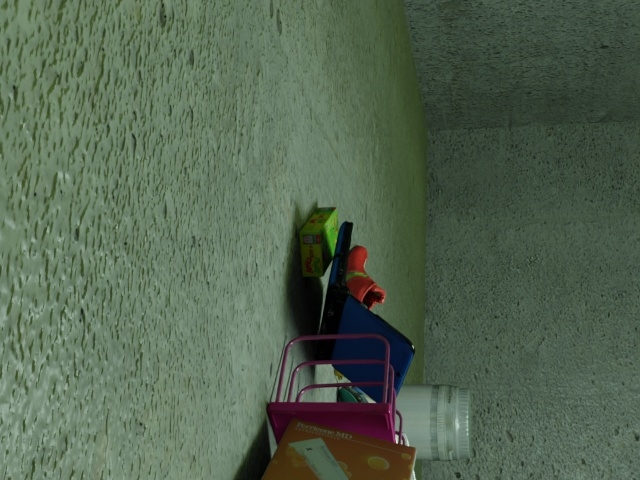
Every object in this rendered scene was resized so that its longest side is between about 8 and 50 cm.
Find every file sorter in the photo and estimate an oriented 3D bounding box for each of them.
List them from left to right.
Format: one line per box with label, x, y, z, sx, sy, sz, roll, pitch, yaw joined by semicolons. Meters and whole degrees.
file sorter;0.045;0.327;1.519;0.182;0.202;0.290;-79;163;-48

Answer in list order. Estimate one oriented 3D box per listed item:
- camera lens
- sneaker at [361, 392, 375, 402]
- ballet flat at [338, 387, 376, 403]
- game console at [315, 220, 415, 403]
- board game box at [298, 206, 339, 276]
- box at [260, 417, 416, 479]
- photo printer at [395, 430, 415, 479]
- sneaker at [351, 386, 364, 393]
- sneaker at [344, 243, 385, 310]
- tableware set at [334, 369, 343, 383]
camera lens;0.296;0.528;2.455;0.219;0.275;0.219;-1;90;-77
sneaker;0.090;0.514;1.972;0.121;0.108;0.302;106;-16;-64
ballet flat;0.113;0.401;1.924;0.188;0.070;0.070;53;-11;35
game console;0.090;0.148;1.639;0.293;0.174;0.250;101;0;-56
board game box;0.000;0.000;1.705;0.181;0.043;0.092;-55;143;-69
box;0.006;0.436;1.233;0.345;0.215;0.168;-56;156;-69
photo printer;0.121;0.553;1.745;0.256;0.107;0.307;142;-60;-67
sneaker;0.100;0.456;2.050;0.082;0.069;0.209;-50;139;-75
sneaker;0.092;0.114;1.936;0.279;0.119;0.107;-75;161;-50
tableware set;0.055;0.258;1.977;0.104;0.024;0.154;76;18;-44
